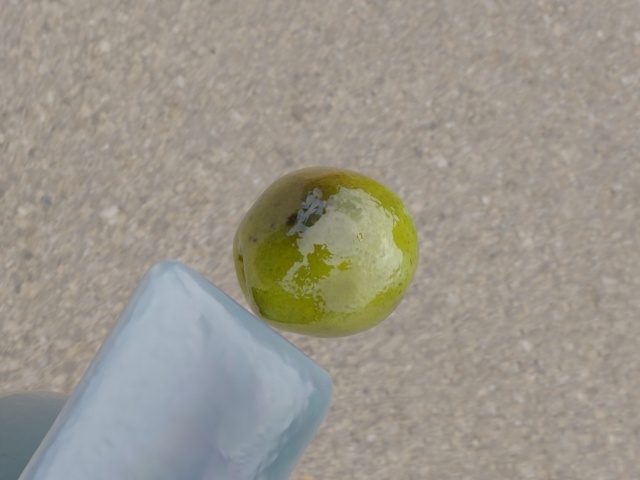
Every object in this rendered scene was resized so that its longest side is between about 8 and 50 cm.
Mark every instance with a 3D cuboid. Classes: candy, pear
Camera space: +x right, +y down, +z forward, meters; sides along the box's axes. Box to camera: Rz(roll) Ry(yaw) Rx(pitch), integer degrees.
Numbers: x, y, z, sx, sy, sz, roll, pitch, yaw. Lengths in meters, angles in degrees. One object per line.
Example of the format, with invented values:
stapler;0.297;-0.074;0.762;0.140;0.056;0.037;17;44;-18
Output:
candy;-0.079;0.114;0.713;0.138;0.071;0.174;39;69;-27
pear;0.000;0.000;0.964;0.141;0.104;0.141;-5;58;9

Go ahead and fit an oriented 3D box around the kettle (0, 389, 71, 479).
kettle;-0.154;0.280;0.951;0.247;0.342;0.320;12;82;-38
